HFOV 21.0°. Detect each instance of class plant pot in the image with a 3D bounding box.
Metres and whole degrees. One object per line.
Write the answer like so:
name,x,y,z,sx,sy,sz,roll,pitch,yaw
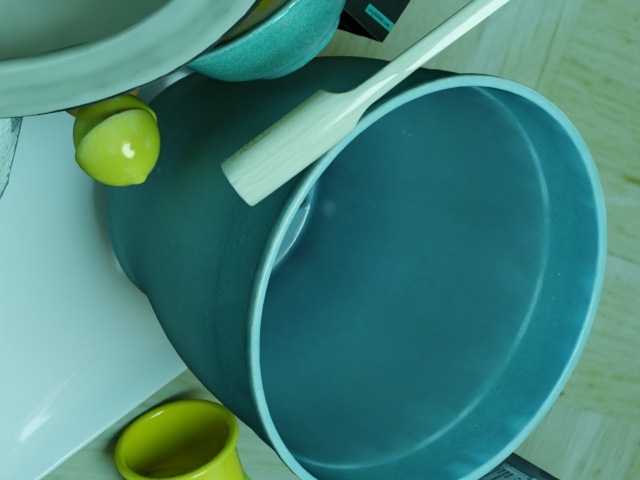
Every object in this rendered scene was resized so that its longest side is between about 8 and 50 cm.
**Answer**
plant pot,0.000,0.000,1.124,0.272,0.255,0.271,-14,114,-33

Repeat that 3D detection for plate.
plate,-0.172,-0.003,1.188,0.277,0.045,0.278,-37,125,-22

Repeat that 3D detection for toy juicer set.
toy juicer set,-0.062,-0.119,0.999,0.209,0.329,0.089,-48,124,-12

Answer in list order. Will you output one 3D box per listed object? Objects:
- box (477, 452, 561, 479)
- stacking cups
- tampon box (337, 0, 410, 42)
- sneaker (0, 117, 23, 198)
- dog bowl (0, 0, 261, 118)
box,0.090,0.247,1.390,0.233,0.183,0.059,-23,119,-29
stacking cups,-0.069,0.269,1.348,0.096,0.096,0.316,-33,128,-23
tampon box,0.022,-0.242,1.205,0.120,0.101,0.161,38,82,-40
sneaker,-0.242,0.011,1.033,0.110,0.122,0.283,28,89,-38
dog bowl,-0.206,-0.245,0.877,0.408,0.408,0.150,38,42,-39
